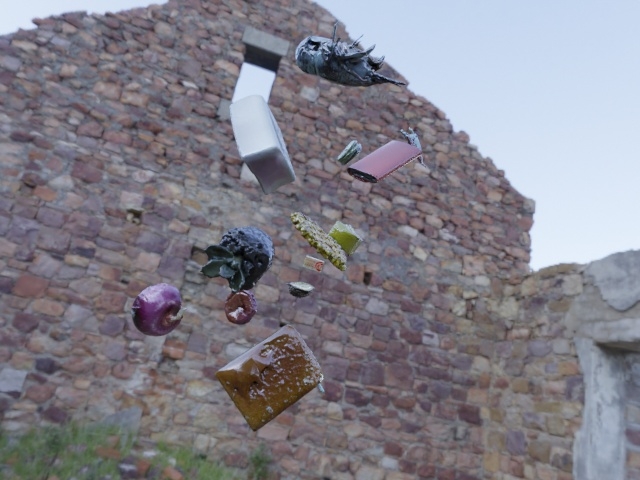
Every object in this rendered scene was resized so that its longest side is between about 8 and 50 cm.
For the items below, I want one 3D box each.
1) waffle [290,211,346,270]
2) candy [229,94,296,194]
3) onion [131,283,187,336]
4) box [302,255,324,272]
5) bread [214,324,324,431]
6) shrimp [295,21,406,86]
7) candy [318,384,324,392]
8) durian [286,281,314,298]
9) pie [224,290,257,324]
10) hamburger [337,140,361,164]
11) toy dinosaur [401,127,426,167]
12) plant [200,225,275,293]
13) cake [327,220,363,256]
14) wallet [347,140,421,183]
[{"bbox_3d":[0.000,0.000,1.424,0.228,0.051,0.232,43,7,-26],"label":"waffle"},{"bbox_3d":[-0.217,-0.364,1.719,0.145,0.359,0.208,-24,-41,7],"label":"candy"},{"bbox_3d":[-0.649,0.278,1.810,0.200,0.201,0.207,18,-44,-20],"label":"onion"},{"bbox_3d":[-0.034,0.115,2.237,0.093,0.058,0.015,18,13,0],"label":"box"},{"bbox_3d":[-0.128,0.351,1.195,0.184,0.234,0.110,55,-22,6],"label":"bread"},{"bbox_3d":[0.076,-0.528,1.335,0.372,0.137,0.172,15,-3,26],"label":"shrimp"},{"bbox_3d":[-0.022,0.685,2.270,0.073,0.077,0.262,8,6,-15],"label":"candy"},{"bbox_3d":[-0.101,0.232,2.130,0.140,0.071,0.110,12,4,-26],"label":"durian"},{"bbox_3d":[-0.391,0.323,2.252,0.182,0.183,0.049,4,-13,24],"label":"pie"},{"bbox_3d":[0.134,-0.403,2.130,0.062,0.133,0.140,42,12,-7],"label":"hamburger"},{"bbox_3d":[0.404,-0.379,1.949,0.053,0.167,0.242,-20,-56,18],"label":"toy dinosaur"},{"bbox_3d":[-0.305,0.068,1.747,0.215,0.213,0.312,37,13,5],"label":"plant"},{"bbox_3d":[0.145,-0.013,2.700,0.179,0.156,0.260,35,6,10],"label":"cake"},{"bbox_3d":[0.204,-0.250,1.471,0.142,0.204,0.045,30,-35,46],"label":"wallet"}]
